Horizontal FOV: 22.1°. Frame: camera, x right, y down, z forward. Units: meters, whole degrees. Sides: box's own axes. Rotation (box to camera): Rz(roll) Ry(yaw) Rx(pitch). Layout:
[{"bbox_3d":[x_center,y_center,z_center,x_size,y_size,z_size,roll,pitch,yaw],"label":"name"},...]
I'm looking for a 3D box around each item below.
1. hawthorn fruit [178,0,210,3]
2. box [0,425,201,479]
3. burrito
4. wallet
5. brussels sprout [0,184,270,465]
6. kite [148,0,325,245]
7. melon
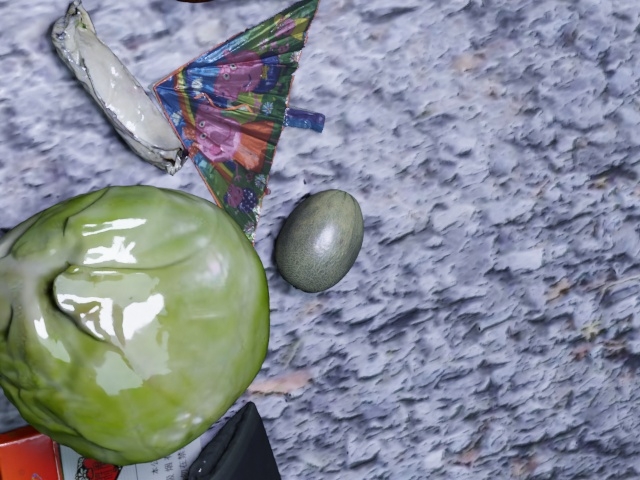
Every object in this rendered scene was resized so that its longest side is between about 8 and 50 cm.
[{"bbox_3d":[-0.112,-0.381,1.747,0.208,0.208,0.248,-16,94,-25],"label":"hawthorn fruit"},{"bbox_3d":[-0.255,0.260,1.909,0.245,0.035,0.139,-13,109,-27],"label":"box"},{"bbox_3d":[-0.221,-0.158,1.805,0.058,0.063,0.229,-36,116,-6],"label":"burrito"},{"bbox_3d":[-0.087,0.336,1.980,0.168,0.052,0.245,-54,135,-52],"label":"wallet"},{"bbox_3d":[-0.209,0.092,1.778,0.328,0.247,0.328,1,89,-21],"label":"brussels sprout"},{"bbox_3d":[-0.095,-0.147,1.905,0.234,0.016,0.321,11,97,-31],"label":"kite"},{"bbox_3d":[0.000,0.000,1.949,0.098,0.098,0.131,31,83,-31],"label":"melon"}]
